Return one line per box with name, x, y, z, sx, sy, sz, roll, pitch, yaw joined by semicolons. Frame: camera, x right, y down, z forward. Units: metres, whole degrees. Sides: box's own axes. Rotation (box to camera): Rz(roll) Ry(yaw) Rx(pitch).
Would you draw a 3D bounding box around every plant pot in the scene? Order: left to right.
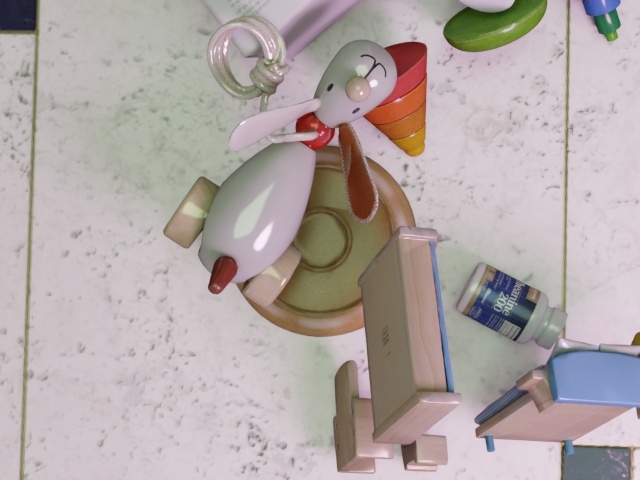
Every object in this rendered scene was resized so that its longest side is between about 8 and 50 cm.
plant pot;0.000;0.000;1.314;0.236;0.032;0.236;0;88;3

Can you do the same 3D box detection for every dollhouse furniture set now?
dollhouse furniture set;0.198;0.138;1.243;0.303;0.286;0.198;6;61;-17

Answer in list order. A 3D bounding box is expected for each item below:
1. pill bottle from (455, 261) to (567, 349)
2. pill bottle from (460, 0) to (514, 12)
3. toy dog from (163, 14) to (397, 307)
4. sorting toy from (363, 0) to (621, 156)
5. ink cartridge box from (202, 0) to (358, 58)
pill bottle;0.227;0.080;1.277;0.120;0.067;0.067;27;90;4
pill bottle;0.214;-0.359;1.251;0.108;0.108;0.180;23;68;4
toy dog;-0.049;-0.060;1.169;0.220;0.161;0.334;15;115;-3
sorting toy;0.204;-0.210;1.292;0.365;0.127;0.126;-26;115;0
ink cartridge box;-0.072;-0.450;1.238;0.285;0.166;0.395;-38;86;19
